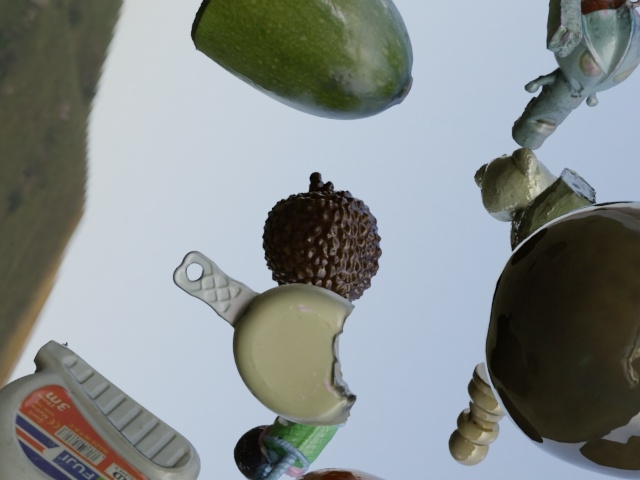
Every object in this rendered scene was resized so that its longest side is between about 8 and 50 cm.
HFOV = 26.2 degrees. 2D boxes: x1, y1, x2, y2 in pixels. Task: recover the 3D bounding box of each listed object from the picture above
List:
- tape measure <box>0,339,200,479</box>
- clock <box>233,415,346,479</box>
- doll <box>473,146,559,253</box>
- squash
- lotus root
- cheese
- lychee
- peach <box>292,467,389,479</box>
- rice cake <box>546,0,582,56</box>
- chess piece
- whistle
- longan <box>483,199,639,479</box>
[{"bbox_3d":[-0.294,0.268,1.641,0.130,0.258,0.265,-60,170,33],"label":"tape measure"},{"bbox_3d":[-0.055,0.327,2.259,0.195,0.100,0.194,-47,-171,4],"label":"clock"},{"bbox_3d":[0.348,-0.008,2.194,0.175,0.149,0.278,-26,-106,62],"label":"doll"},{"bbox_3d":[-0.004,-0.313,2.248,0.310,0.309,0.310,-37,167,-10],"label":"squash"},{"bbox_3d":[0.321,-0.035,1.933,0.144,0.070,0.143,-48,-177,9],"label":"lotus root"},{"bbox_3d":[-0.067,0.119,1.622,0.071,0.249,0.163,-55,161,-82],"label":"cheese"},{"bbox_3d":[0.000,0.000,2.213,0.200,0.200,0.238,-31,-121,56],"label":"lychee"},{"bbox_3d":[0.045,0.405,1.795,0.243,0.243,0.199,-115,-152,-68],"label":"peach"},{"bbox_3d":[0.321,-0.327,1.792,0.043,0.034,0.211,128,-22,-50],"label":"rice cake"},{"bbox_3d":[0.257,0.289,2.218,0.094,0.094,0.170,-102,-147,-63],"label":"chess piece"},{"bbox_3d":[0.404,-0.267,2.143,0.133,0.142,0.346,63,-35,21],"label":"whistle"},{"bbox_3d":[0.334,0.106,1.464,0.319,0.319,0.319,-50,-159,28],"label":"longan"}]
